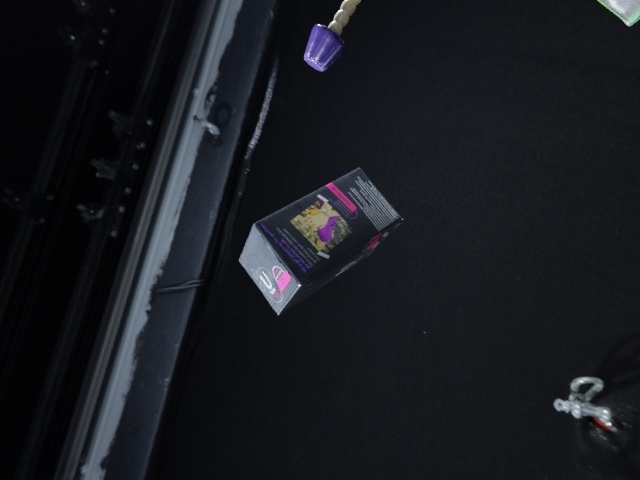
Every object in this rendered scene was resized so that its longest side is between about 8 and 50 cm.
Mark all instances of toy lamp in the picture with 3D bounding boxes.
[{"bbox_3d":[0.058,-0.465,0.913,0.080,0.080,0.275,32,-85,16],"label":"toy lamp"}]

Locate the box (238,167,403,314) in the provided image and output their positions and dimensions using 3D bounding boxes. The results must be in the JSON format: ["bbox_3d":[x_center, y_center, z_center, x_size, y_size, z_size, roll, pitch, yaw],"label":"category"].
[{"bbox_3d":[0.000,0.000,0.909,0.270,0.165,0.143,-31,-103,-30],"label":"box"}]

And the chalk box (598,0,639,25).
[{"bbox_3d":[0.331,-0.357,0.445,0.289,0.180,0.179,41,-118,4],"label":"chalk box"}]
